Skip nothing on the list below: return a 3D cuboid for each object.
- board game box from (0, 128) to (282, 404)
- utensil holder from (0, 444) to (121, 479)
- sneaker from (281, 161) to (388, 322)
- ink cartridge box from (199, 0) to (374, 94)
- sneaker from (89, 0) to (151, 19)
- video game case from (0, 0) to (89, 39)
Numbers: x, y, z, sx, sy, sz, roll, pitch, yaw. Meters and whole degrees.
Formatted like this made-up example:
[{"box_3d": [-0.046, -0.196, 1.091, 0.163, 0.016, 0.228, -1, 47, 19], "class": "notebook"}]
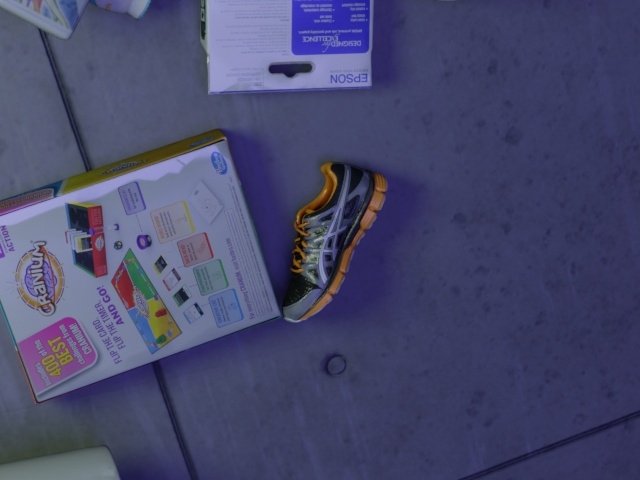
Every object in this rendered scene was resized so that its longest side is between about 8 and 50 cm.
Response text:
[{"box_3d": [-0.231, 0.029, 1.729, 0.317, 0.064, 0.242, -19, 108, -9], "class": "board game box"}, {"box_3d": [-0.402, 0.424, 1.659, 0.386, 0.327, 0.327, -12, 107, -15], "class": "utensil holder"}, {"box_3d": [0.000, 0.000, 1.778, 0.083, 0.084, 0.214, 28, 86, -19], "class": "sneaker"}, {"box_3d": [-0.040, -0.281, 1.707, 0.206, 0.045, 0.208, -3, 104, -14], "class": "ink cartridge box"}, {"box_3d": [-0.210, -0.369, 1.618, 0.092, 0.087, 0.228, 15, 98, -16], "class": "sneaker"}, {"box_3d": [-0.341, -0.414, 1.490, 0.329, 0.036, 0.299, 27, 87, -27], "class": "video game case"}]
